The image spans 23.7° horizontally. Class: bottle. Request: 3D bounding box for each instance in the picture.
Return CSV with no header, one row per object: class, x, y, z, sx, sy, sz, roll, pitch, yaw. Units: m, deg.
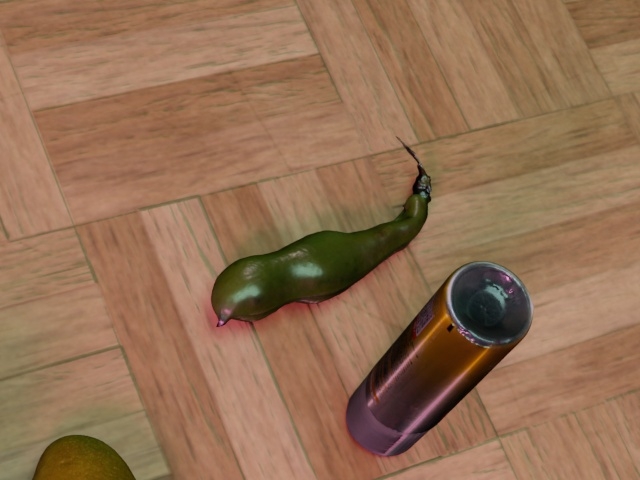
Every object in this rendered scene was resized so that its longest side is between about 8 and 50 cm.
bottle,0.100,0.114,1.379,0.082,0.286,0.082,8,62,-15

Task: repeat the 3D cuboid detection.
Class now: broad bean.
broad bean,0.008,0.008,1.544,0.098,0.056,0.318,43,53,13

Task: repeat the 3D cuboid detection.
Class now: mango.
mango,-0.212,0.269,1.307,0.136,0.099,0.227,10,52,-6
